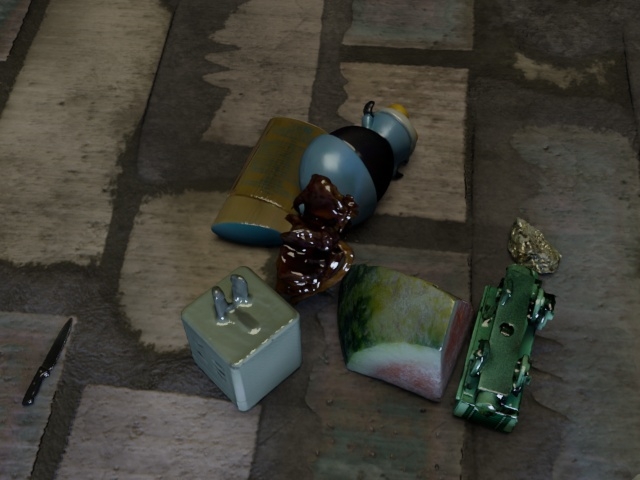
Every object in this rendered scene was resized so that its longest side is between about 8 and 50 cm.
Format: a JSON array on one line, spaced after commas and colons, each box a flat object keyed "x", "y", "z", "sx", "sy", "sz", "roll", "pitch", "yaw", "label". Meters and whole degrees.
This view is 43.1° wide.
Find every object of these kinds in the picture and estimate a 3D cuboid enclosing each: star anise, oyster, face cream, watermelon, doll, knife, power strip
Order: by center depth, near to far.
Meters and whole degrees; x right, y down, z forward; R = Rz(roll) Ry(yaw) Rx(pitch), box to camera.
[{"x": -0.121, "y": 0.139, "z": 1.261, "sx": 0.139, "sy": 0.224, "sz": 0.140, "roll": -37, "pitch": 63, "yaw": -22, "label": "power strip"}, {"x": 0.145, "y": 0.122, "z": 1.305, "sx": 0.310, "sy": 0.232, "sz": 0.193, "roll": -10, "pitch": 43, "yaw": 50, "label": "watermelon"}, {"x": 0.000, "y": 0.000, "z": 1.337, "sx": 0.126, "sy": 0.220, "sz": 0.190, "roll": 15, "pitch": 73, "yaw": 8, "label": "star anise"}, {"x": -0.452, "y": 0.200, "z": 1.353, "sx": 0.023, "sy": 0.010, "sz": 0.170, "roll": 12, "pitch": 55, "yaw": 9, "label": "knife"}, {"x": 0.387, "y": 0.010, "z": 1.456, "sx": 0.100, "sy": 0.037, "sz": 0.098, "roll": 17, "pitch": 58, "yaw": 12, "label": "oyster"}, {"x": 0.065, "y": -0.138, "z": 1.495, "sx": 0.141, "sy": 0.177, "sz": 0.314, "roll": -4, "pitch": 30, "yaw": 48, "label": "doll"}, {"x": -0.086, "y": -0.108, "z": 1.525, "sx": 0.139, "sy": 0.067, "sz": 0.285, "roll": 18, "pitch": 57, "yaw": 11, "label": "face cream"}]

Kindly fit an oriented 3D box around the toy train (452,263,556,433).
[{"x": 0.294, "y": 0.169, "z": 1.279, "sx": 0.115, "sy": 0.154, "sz": 0.269, "roll": 14, "pitch": 56, "yaw": 11, "label": "toy train"}]

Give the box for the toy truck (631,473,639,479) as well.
[{"x": 0.475, "y": 0.464, "z": 0.982, "sx": 0.173, "sy": 0.207, "sz": 0.387, "roll": 38, "pitch": 19, "yaw": -20, "label": "toy truck"}]
